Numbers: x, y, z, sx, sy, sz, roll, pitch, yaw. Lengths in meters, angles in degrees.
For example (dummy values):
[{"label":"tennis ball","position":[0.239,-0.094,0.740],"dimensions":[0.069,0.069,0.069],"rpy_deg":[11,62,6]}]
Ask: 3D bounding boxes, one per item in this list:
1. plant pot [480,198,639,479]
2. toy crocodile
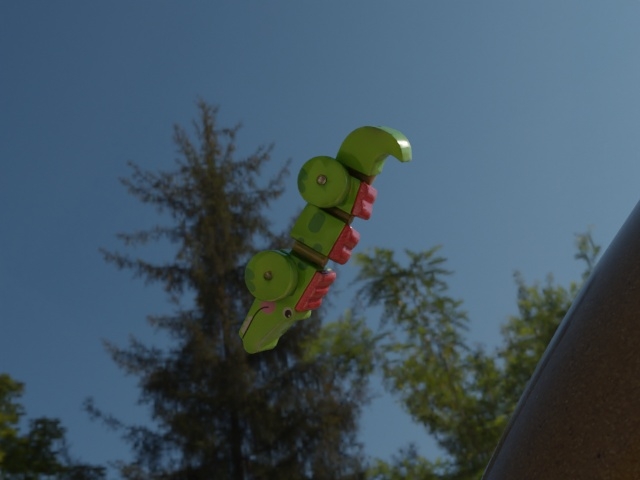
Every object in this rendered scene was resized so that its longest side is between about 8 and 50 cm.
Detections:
[{"label":"plant pot","position":[0.166,0.115,0.374],"dimensions":[0.254,0.237,0.237],"rpy_deg":[-41,-31,-18]},{"label":"toy crocodile","position":[0.000,0.000,1.164],"dimensions":[0.340,0.105,0.115],"rpy_deg":[-61,-19,5]}]
